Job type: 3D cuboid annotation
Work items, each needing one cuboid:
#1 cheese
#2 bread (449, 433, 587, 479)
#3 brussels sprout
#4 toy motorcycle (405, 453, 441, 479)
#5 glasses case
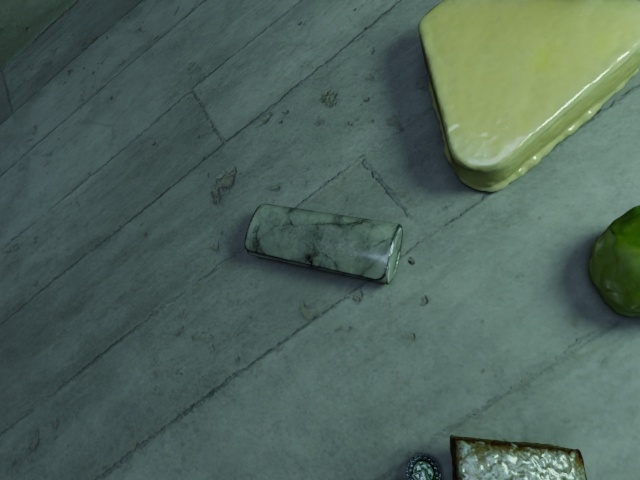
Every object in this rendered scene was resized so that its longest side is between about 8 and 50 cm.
[{"bbox_3d":[0.324,-0.260,0.749,0.384,0.104,0.383,-7,69,20],"label":"cheese"},{"bbox_3d":[0.251,0.459,0.499,0.165,0.113,0.416,-2,69,6],"label":"bread"},{"bbox_3d":[0.457,0.030,0.577,0.152,0.122,0.149,24,79,27],"label":"brussels sprout"},{"bbox_3d":[0.118,0.405,0.606,0.190,0.074,0.106,-40,55,-12],"label":"toy motorcycle"},{"bbox_3d":[0.000,0.000,0.812,0.299,0.060,0.114,10,75,25],"label":"glasses case"}]
